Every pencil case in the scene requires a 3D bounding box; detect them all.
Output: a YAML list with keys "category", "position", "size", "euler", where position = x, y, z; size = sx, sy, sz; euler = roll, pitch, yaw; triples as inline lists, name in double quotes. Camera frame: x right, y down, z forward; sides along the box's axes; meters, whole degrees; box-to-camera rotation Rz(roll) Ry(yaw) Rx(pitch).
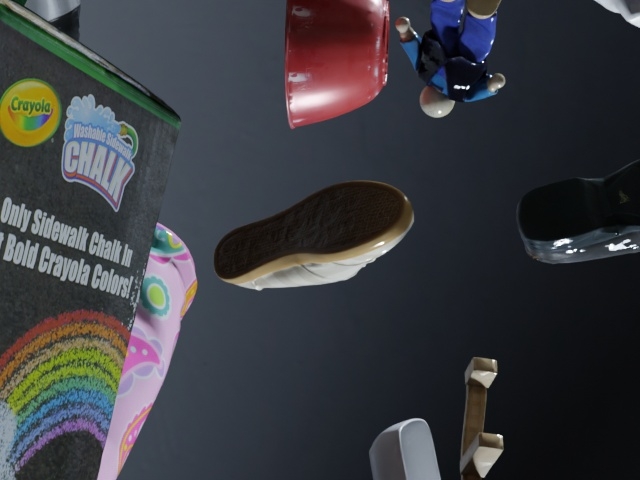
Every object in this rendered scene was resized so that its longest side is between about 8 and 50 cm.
- category: "pencil case"
  position: [-0.173, 0.101, 0.870]
  size: [0.124, 0.124, 0.284]
  euler: [53, 38, -26]

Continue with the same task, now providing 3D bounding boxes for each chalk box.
- category: "chalk box"
  position: [-0.188, -0.013, 0.606]
  size: [0.180, 0.179, 0.288]
  euler: [33, 67, -69]

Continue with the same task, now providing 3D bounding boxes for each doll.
- category: "doll"
  position: [0.130, -0.192, 1.408]
  size: [0.046, 0.129, 0.189]
  euler: [-53, 165, -28]

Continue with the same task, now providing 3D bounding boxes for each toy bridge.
- category: "toy bridge"
  position: [0.147, 0.199, 1.283]
  size: [0.026, 0.063, 0.188]
  euler: [9, 52, -8]

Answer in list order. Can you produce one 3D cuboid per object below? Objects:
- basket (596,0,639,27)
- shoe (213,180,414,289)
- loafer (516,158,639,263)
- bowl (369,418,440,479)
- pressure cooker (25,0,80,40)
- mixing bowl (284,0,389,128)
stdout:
- category: "basket"
  position: [0.274, -0.299, 0.846]
  size: [0.328, 0.331, 0.266]
  euler: [-65, 170, 25]
- category: "shoe"
  position: [0.000, 0.000, 1.271]
  size: [0.058, 0.219, 0.076]
  euler: [33, 53, -43]
- category: "loafer"
  position: [0.227, -0.020, 1.004]
  size: [0.061, 0.170, 0.062]
  euler: [67, 19, -61]
- category: "bowl"
  position: [0.104, 0.293, 1.706]
  size: [0.142, 0.053, 0.141]
  euler: [8, 71, -69]
- category: "pressure cooker"
  position: [-0.371, -0.292, 0.954]
  size: [0.370, 0.376, 0.420]
  euler: [-70, 151, -69]
- category: "mixing bowl"
  position: [0.020, -0.204, 1.430]
  size: [0.098, 0.181, 0.181]
  euler: [2, 89, 5]
